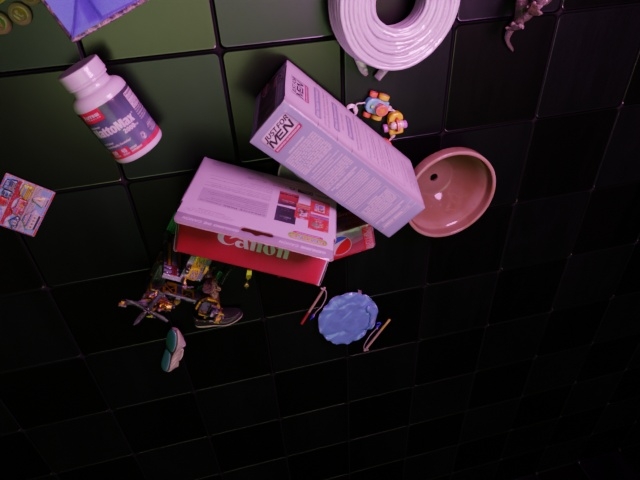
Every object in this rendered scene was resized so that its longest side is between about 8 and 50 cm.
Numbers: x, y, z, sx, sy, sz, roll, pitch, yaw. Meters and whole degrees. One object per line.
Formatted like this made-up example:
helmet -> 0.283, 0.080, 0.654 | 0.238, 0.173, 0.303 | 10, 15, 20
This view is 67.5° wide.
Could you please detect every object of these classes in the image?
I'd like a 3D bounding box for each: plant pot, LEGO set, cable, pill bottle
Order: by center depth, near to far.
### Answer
pill bottle -> -0.396, -0.246, 0.902 | 0.107, 0.108, 0.180 | -28, 128, 4
cable -> 0.140, -0.461, 0.918 | 0.257, 0.089, 0.257 | -39, 126, 13
LEGO set -> -0.285, 0.089, 1.125 | 0.254, 0.192, 0.331 | 29, 113, -31
plant pot -> 0.302, -0.134, 1.193 | 0.237, 0.110, 0.238 | -8, 126, -11

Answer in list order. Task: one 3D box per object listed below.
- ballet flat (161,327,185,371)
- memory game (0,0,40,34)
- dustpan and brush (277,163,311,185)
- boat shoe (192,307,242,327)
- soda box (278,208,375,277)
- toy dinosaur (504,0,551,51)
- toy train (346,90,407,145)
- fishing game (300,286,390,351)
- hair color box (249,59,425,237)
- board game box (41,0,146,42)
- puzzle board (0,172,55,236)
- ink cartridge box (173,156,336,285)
ballet flat -> -0.407, 0.300, 1.342 | 0.052, 0.057, 0.168 | -11, 137, -44
memory game -> -0.557, -0.433, 0.778 | 0.186, 0.012, 0.186 | -8, 127, -11
dustpan and brush -> -0.063, -0.173, 1.085 | 0.147, 0.060, 0.211 | -40, 126, 13
boat shoe -> -0.280, 0.205, 1.303 | 0.132, 0.049, 0.042 | -8, 135, -6
soda box -> 0.000, 0.000, 1.210 | 0.263, 0.092, 0.084 | -17, 128, -4
toy dinosaur -> 0.435, -0.517, 0.944 | 0.160, 0.120, 0.314 | -52, 145, -18
toy train -> 0.134, -0.256, 1.093 | 0.125, 0.046, 0.166 | -35, 128, 9
fishing game -> 0.080, 0.228, 1.437 | 0.263, 0.041, 0.189 | 24, 108, -24
hair color box -> 0.041, -0.184, 1.000 | 0.374, 0.186, 0.113 | 32, 123, -27
board game box -> -0.340, -0.445, 0.656 | 0.141, 0.291, 0.232 | -27, 129, 3
puzzle board -> -0.638, -0.072, 1.018 | 0.096, 0.011, 0.128 | 25, 115, -30
ink cartridge box -> -0.130, -0.026, 0.995 | 0.309, 0.272, 0.130 | 14, 123, -7
